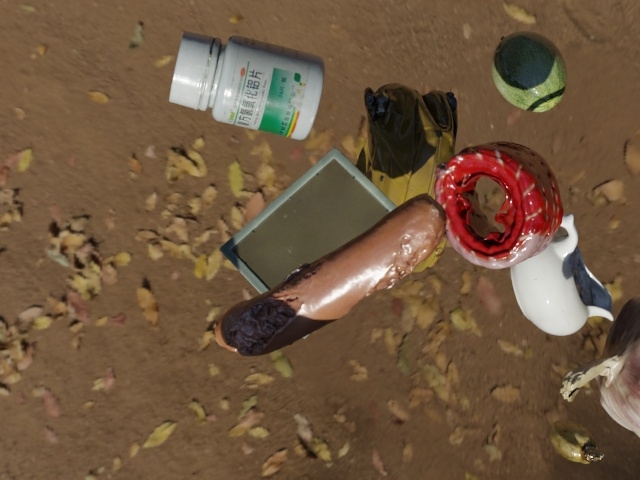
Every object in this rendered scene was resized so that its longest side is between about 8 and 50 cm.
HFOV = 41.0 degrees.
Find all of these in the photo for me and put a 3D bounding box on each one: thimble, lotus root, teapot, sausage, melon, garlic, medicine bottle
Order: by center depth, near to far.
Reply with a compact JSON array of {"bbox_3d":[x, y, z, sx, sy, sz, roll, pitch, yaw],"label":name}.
[{"bbox_3d":[-0.067,-0.143,0.779,0.131,0.080,0.080,11,92,-11],"label":"medicine bottle"},{"bbox_3d":[0.005,0.054,0.977,0.327,0.087,0.079,-32,113,21],"label":"sausage"},{"bbox_3d":[0.268,-0.055,1.283,0.163,0.125,0.189,-31,83,33],"label":"thimble"},{"bbox_3d":[0.473,0.202,1.293,0.253,0.245,0.244,-5,88,-11],"label":"garlic"},{"bbox_3d":[0.417,0.059,1.505,0.140,0.298,0.204,-12,50,30],"label":"teapot"},{"bbox_3d":[0.450,0.356,1.515,0.072,0.152,0.063,24,93,-19],"label":"lotus root"},{"bbox_3d":[0.413,-0.342,1.708,0.139,0.139,0.192,-32,61,11],"label":"melon"}]

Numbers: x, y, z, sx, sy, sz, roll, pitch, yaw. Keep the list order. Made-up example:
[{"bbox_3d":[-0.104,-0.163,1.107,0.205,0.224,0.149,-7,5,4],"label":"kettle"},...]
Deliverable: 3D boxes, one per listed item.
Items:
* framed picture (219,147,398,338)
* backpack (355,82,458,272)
[{"bbox_3d":[0.000,0.000,1.430,0.274,0.017,0.217,-40,78,-10],"label":"framed picture"},{"bbox_3d":[0.165,-0.128,1.726,0.201,0.353,0.378,3,46,-8],"label":"backpack"}]
